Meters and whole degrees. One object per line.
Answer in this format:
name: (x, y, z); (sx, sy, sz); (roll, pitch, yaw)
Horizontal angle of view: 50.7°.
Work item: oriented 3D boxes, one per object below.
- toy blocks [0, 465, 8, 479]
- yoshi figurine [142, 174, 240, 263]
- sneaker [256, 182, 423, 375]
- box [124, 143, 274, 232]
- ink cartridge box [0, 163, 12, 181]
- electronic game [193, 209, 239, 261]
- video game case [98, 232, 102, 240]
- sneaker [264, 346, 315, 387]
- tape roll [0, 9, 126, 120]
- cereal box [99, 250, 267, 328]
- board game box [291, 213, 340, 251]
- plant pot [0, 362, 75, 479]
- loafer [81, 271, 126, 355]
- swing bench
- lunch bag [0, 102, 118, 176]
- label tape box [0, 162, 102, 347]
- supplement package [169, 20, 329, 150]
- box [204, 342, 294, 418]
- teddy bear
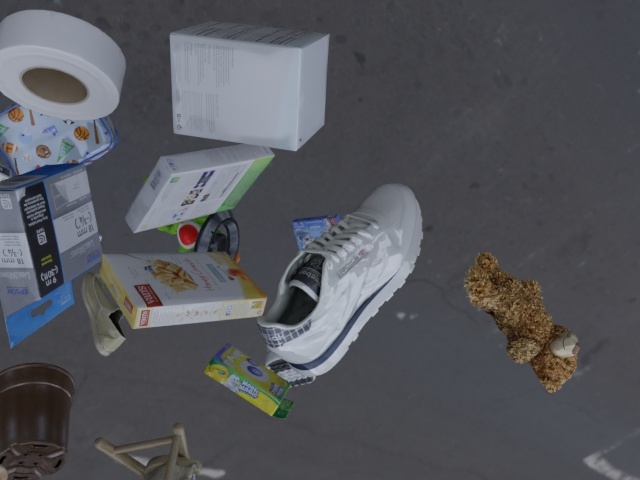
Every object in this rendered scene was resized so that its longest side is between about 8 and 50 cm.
toy blocks: (-0.388, 0.331, 0.853); (0.054, 0.148, 0.123); (-46, 135, 8)
yoshi figurine: (-0.390, -0.063, 1.988); (0.203, 0.203, 0.362); (-47, 120, -34)
sneaker: (0.026, 0.024, 0.696); (0.235, 0.090, 0.095); (-57, 135, -20)
box: (-0.289, -0.133, 1.634); (0.322, 0.058, 0.232); (-17, 158, -46)
ink cartridge box: (-0.934, -0.154, 1.704); (0.206, 0.045, 0.208); (-32, 148, 15)
electronic game: (-0.286, 0.024, 1.856); (0.048, 0.229, 0.229); (14, 143, 18)
video game case: (-0.675, -0.058, 1.751); (0.173, 0.190, 0.022); (19, 100, -39)
sneaker: (-0.078, 0.283, 1.648); (0.110, 0.118, 0.292); (-13, 152, -3)
tape roll: (-0.593, -0.388, 1.530); (0.286, 0.100, 0.286); (3, 159, 1)
cereal box: (-0.235, 0.078, 1.160); (0.240, 0.173, 0.047); (-1, 119, -39)
board game box: (0.000, 0.000, 1.247); (0.090, 0.020, 0.090); (-6, 111, 25)
plant pot: (-0.543, 0.346, 1.269); (0.167, 0.165, 0.167); (-12, 134, -13)
loafer: (-0.644, 0.212, 2.026); (0.092, 0.268, 0.102); (-20, 160, -3)
swing bench: (-0.257, 0.470, 1.049); (0.165, 0.253, 0.254); (-12, 128, 12)
lunch bag: (-0.717, -0.280, 1.818); (0.303, 0.115, 0.243); (-28, 108, 0)
label tape box: (-0.568, 0.025, 1.416); (0.106, 0.240, 0.333); (0, 108, 14)
supplement package: (-0.137, -0.318, 1.362); (0.263, 0.198, 0.199); (10, 117, 13)
box: (-0.129, 0.275, 1.314); (0.043, 0.179, 0.105); (-57, 177, 10)
teddy bear: (0.442, 0.163, 1.468); (0.113, 0.338, 0.245); (-42, 164, 28)
